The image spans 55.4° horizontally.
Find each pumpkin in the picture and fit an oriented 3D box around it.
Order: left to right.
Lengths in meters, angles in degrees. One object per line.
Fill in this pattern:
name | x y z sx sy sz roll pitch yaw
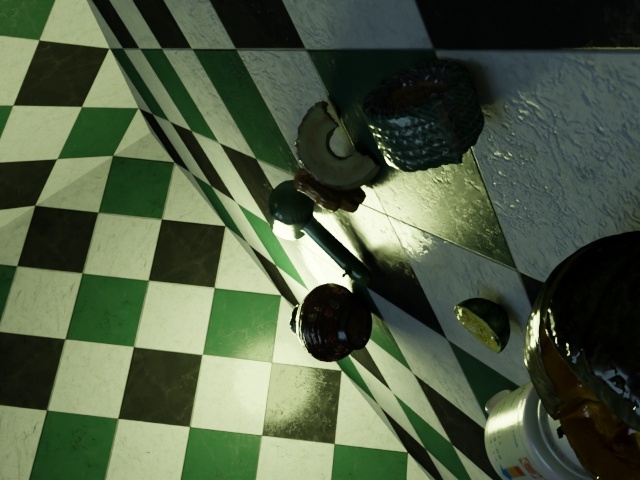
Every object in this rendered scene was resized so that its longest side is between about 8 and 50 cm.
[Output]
pumpkin | 0.334 0.139 0.555 0.320 0.192 0.320 52 167 17

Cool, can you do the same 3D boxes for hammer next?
hammer | 0.000 0.000 1.556 0.335 0.119 0.206 44 167 10

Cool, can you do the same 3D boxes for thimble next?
thimble | 0.121 -0.147 0.718 0.135 0.118 0.090 10 142 49

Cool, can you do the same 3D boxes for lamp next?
lamp | 0.026 0.241 1.801 0.247 0.247 0.247 49 166 17

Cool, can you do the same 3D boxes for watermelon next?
watermelon | 0.276 0.133 1.017 0.105 0.062 0.105 44 170 10

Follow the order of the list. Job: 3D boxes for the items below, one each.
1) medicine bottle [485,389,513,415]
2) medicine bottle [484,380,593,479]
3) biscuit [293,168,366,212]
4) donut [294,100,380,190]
medicine bottle | 0.405 0.389 1.185 0.203 0.083 0.083 53 167 1
medicine bottle | 0.352 0.271 0.864 0.170 0.170 0.293 49 162 18
biscuit | 0.026 -0.097 1.142 0.133 0.027 0.184 41 -154 30
donut | 0.018 -0.156 1.089 0.166 0.108 0.065 49 -169 -4
